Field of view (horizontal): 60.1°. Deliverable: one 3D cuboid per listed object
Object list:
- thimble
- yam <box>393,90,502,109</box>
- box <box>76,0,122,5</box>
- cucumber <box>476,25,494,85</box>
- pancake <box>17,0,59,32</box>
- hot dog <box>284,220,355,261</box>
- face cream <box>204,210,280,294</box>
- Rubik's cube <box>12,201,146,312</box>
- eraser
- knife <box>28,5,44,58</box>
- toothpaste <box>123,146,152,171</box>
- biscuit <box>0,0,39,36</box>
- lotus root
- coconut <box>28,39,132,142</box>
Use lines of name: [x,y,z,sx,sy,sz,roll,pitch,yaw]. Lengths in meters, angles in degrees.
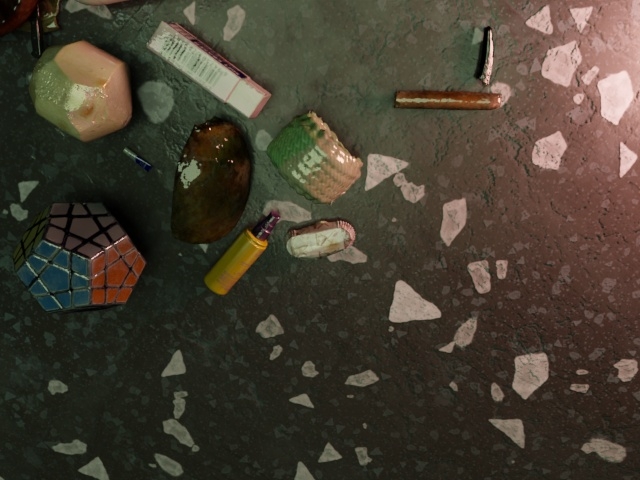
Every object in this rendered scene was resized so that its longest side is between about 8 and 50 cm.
thimble: [-0.010,-0.197,1.341,0.150,0.219,0.219,-43,102,15]
yam: [0.313,-0.344,1.360,0.264,0.046,0.046,2,109,4]
box: [-0.438,-0.694,1.230,0.349,0.141,0.288,-9,109,5]
cucumber: [0.400,-0.442,1.328,0.034,0.033,0.134,6,109,-2]
pancake: [-0.690,-0.617,1.327,0.212,0.029,0.235,28,106,-5]
hot dog: [0.000,0.000,1.489,0.192,0.053,0.099,-15,108,5]
face cream: [-0.205,0.028,1.494,0.078,0.078,0.273,39,106,-10]
Rubik's cube: [-0.616,0.047,1.423,0.319,0.264,0.319,1,109,2]
eraser: [-0.262,-0.403,1.327,0.287,0.130,0.086,35,103,-7]
knife: [-0.706,-0.562,1.323,0.072,0.019,0.245,1,104,8]
toothpaste: [-0.482,-0.215,1.461,0.083,0.015,0.024,41,113,-15]
biscuit: [-0.807,-0.668,1.265,0.407,0.091,0.407,4,106,14]
lotus root: [-0.266,-0.139,1.398,0.142,0.210,0.314,21,122,8]
coconut: [-0.553,-0.350,1.318,0.241,0.241,0.241,1,109,3]
